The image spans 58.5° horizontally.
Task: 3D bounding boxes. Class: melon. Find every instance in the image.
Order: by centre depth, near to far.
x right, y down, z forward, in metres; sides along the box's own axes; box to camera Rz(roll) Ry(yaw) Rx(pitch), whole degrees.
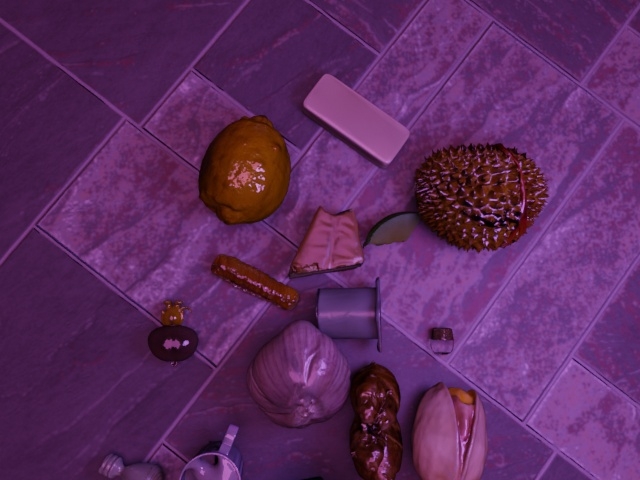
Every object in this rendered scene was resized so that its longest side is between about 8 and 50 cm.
[{"bbox_3d":[0.210,-0.027,1.740,0.053,0.262,0.114,30,125,37],"label":"melon"}]

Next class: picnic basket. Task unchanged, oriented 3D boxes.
[{"bbox_3d":[0.374,0.309,1.754,0.072,0.072,0.083,3,84,-2],"label":"picnic basket"}]

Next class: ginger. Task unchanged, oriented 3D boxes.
[{"bbox_3d":[0.158,0.529,1.615,0.153,0.274,0.357,-1,84,2],"label":"ginger"}]

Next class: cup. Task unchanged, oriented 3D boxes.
[{"bbox_3d":[-0.278,0.645,1.615,0.221,0.202,0.167,-39,87,-6],"label":"cup"}]

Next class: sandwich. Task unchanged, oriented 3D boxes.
[{"bbox_3d":[0.000,0.000,1.729,0.228,0.155,0.198,-10,82,-4],"label":"sandwich"}]

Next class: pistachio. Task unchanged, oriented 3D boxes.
[{"bbox_3d":[0.374,0.574,1.644,0.230,0.230,0.308,13,74,-1],"label":"pistachio"}]

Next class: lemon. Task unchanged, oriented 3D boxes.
[{"bbox_3d":[-0.215,-0.203,1.691,0.285,0.285,0.316,43,56,2],"label":"lemon"}]

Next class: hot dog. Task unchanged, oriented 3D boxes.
[{"bbox_3d":[-0.199,0.126,1.748,0.289,0.068,0.083,26,76,1],"label":"hot dog"}]

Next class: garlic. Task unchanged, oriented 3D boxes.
[{"bbox_3d":[-0.061,0.391,1.609,0.318,0.317,0.259,-6,39,-7],"label":"garlic"}]

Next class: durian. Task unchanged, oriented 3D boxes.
[{"bbox_3d":[0.473,-0.132,1.697,0.385,0.348,0.347,-7,83,24],"label":"durian"}]

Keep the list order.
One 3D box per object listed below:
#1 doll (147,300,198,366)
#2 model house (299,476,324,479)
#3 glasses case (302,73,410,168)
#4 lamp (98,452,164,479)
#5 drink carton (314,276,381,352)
[{"bbox_3d":[-0.430,0.277,1.710,0.145,0.096,0.188,22,73,-6],"label":"doll"},{"bbox_3d":[-0.024,0.813,1.520,0.335,0.382,0.342,24,85,0],"label":"model house"},{"bbox_3d":[0.112,-0.377,1.814,0.336,0.076,0.144,37,84,2],"label":"glasses case"},{"bbox_3d":[-0.542,0.680,1.656,0.193,0.106,0.106,22,83,9],"label":"lamp"},{"bbox_3d":[0.091,0.217,1.699,0.190,0.185,0.191,-5,43,10],"label":"drink carton"}]
